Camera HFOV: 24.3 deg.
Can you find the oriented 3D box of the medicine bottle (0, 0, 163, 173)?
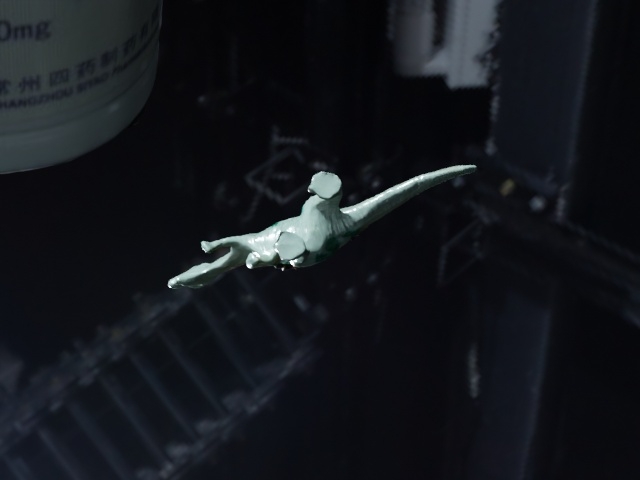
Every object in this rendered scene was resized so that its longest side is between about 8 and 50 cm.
[{"bbox_3d":[-0.158,-0.212,0.676,0.190,0.190,0.332,34,-42,24],"label":"medicine bottle"}]

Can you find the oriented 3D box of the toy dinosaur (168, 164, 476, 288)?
[{"bbox_3d":[-0.001,-0.004,0.938,0.044,0.187,0.106,63,-20,14],"label":"toy dinosaur"}]
